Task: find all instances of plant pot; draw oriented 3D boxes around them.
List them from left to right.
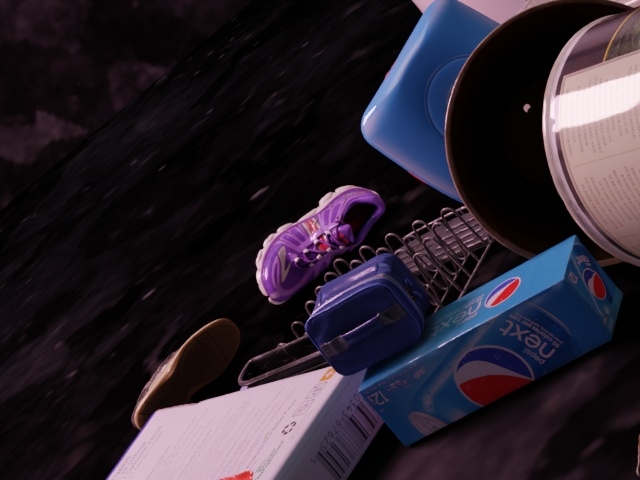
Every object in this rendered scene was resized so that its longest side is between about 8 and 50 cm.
[{"bbox_3d":[0.210,-0.090,1.690,0.215,0.215,0.230,-39,1,3],"label":"plant pot"}]

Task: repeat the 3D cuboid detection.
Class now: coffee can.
[{"bbox_3d":[0.319,-0.097,1.406,0.201,0.201,0.275,-49,18,-30],"label":"coffee can"}]

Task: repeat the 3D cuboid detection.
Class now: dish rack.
[{"bbox_3d":[0.062,0.047,1.842,0.208,0.074,0.271,-24,22,42],"label":"dish rack"}]

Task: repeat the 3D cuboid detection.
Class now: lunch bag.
[{"bbox_3d":[0.041,0.061,1.610,0.098,0.067,0.065,-31,18,26],"label":"lunch bag"}]

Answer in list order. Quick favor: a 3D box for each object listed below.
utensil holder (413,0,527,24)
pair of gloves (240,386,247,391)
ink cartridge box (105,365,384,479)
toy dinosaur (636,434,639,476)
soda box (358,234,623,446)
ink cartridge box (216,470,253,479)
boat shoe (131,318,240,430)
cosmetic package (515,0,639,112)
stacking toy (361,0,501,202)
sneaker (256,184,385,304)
[{"bbox_3d":[0.201,-0.370,2.083,0.327,0.385,0.327,-37,15,12],"label":"utensil holder"},{"bbox_3d":[-0.104,0.186,1.941,0.198,0.023,0.159,-34,15,18],"label":"pair of gloves"},{"bbox_3d":[-0.114,0.248,1.709,0.307,0.072,0.303,-23,27,51],"label":"ink cartridge box"},{"bbox_3d":[0.269,0.095,1.276,0.183,0.053,0.092,-36,15,14],"label":"toy dinosaur"},{"bbox_3d":[0.135,0.082,1.590,0.210,0.067,0.071,-32,18,30],"label":"soda box"},{"bbox_3d":[-0.139,0.292,1.494,0.189,0.066,0.232,-22,57,49],"label":"ink cartridge box"},{"bbox_3d":[-0.148,0.140,2.100,0.152,0.056,0.049,-46,22,-19],"label":"boat shoe"},{"bbox_3d":[0.305,-0.193,1.834,0.296,0.129,0.153,-22,23,50],"label":"cosmetic package"},{"bbox_3d":[0.122,-0.126,2.082,0.175,0.166,0.302,-59,7,-8],"label":"stacking toy"},{"bbox_3d":[0.000,0.000,2.130,0.170,0.068,0.071,-45,22,-18],"label":"sneaker"}]
